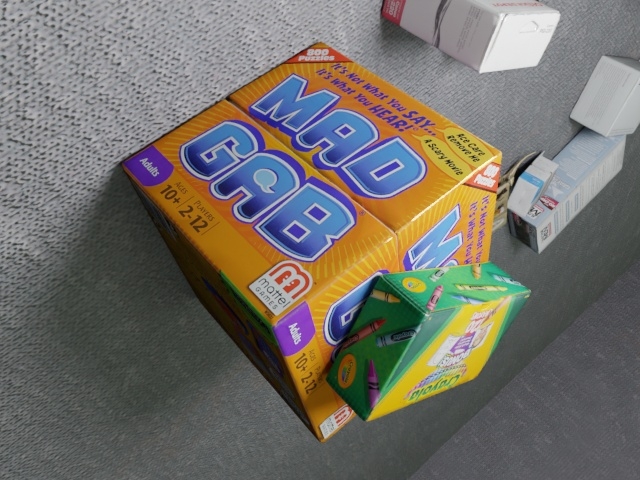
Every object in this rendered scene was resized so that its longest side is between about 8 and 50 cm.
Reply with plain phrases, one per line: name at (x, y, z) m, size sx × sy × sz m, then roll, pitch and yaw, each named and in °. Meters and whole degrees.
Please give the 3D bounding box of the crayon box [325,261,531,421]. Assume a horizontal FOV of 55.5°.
crayon box at (0.151, 0.123, 0.805) m, size 0.278 × 0.081 × 0.165 m, roll -3°, pitch 126°, yaw -48°

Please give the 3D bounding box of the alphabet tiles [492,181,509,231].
alphabet tiles at (0.341, -0.009, 1.556) m, size 0.343 × 0.011 × 0.285 m, roll -31°, pitch 144°, yaw -8°

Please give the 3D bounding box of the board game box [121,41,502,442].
board game box at (0.000, 0.000, 0.910) m, size 0.356 × 0.356 × 0.356 m, roll -37°, pitch 145°, yaw -18°

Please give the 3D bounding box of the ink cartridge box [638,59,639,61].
ink cartridge box at (1.028, -0.494, 1.776) m, size 0.273 × 0.115 × 0.198 m, roll -40°, pitch 146°, yaw -11°

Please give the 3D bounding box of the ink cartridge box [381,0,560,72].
ink cartridge box at (0.227, -0.348, 0.935) m, size 0.159 × 0.218 × 0.092 m, roll -18°, pitch 137°, yaw -37°

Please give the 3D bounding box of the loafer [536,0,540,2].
loafer at (0.411, -0.448, 1.185) m, size 0.148 × 0.056 × 0.050 m, roll -11°, pitch 139°, yaw -42°

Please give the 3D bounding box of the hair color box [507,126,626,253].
hair color box at (0.718, -0.157, 1.778) m, size 0.374 × 0.113 × 0.185 m, roll -45°, pitch 146°, yaw -5°

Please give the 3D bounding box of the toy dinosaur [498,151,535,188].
toy dinosaur at (0.488, -0.158, 1.591) m, size 0.093 × 0.053 × 0.183 m, roll -24°, pitch 141°, yaw -54°

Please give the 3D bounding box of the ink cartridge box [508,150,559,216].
ink cartridge box at (0.572, -0.155, 1.622) m, size 0.180 × 0.060 × 0.104 m, roll -39°, pitch 152°, yaw -39°

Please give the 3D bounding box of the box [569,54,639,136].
box at (0.795, -0.386, 1.622) m, size 0.181 × 0.119 × 0.181 m, roll -12°, pitch 133°, yaw -41°
